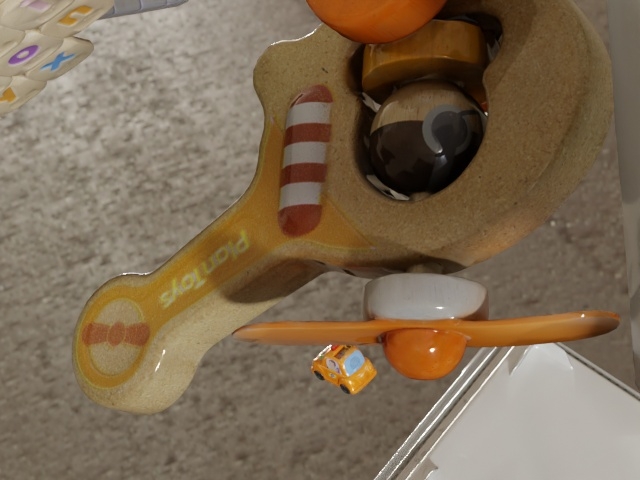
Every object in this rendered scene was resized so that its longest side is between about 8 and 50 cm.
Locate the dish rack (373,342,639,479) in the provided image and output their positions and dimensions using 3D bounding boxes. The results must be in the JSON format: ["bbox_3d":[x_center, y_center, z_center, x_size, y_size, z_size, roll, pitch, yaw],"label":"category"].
[{"bbox_3d":[0.218,0.231,1.004,0.285,0.072,0.333,34,51,16],"label":"dish rack"}]

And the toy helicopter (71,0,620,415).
[{"bbox_3d":[0.000,0.000,0.585,0.355,0.140,0.235,-37,59,23],"label":"toy helicopter"}]

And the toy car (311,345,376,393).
[{"bbox_3d":[0.050,0.090,0.980,0.122,0.041,0.060,-27,40,-17],"label":"toy car"}]

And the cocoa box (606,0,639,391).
[{"bbox_3d":[0.238,-0.021,0.303,0.231,0.347,0.228,-29,49,-6],"label":"cocoa box"}]

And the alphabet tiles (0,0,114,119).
[{"bbox_3d":[-0.302,-0.127,0.889,0.284,0.021,0.278,-33,-1,13],"label":"alphabet tiles"}]

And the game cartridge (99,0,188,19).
[{"bbox_3d":[-0.280,-0.419,1.203,0.068,0.355,0.230,-4,13,43],"label":"game cartridge"}]
